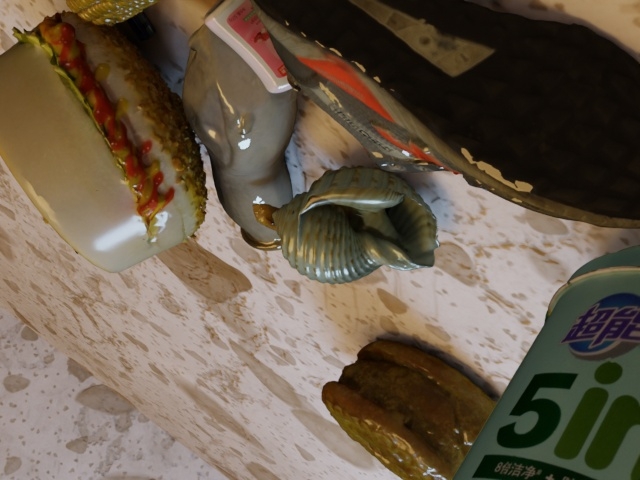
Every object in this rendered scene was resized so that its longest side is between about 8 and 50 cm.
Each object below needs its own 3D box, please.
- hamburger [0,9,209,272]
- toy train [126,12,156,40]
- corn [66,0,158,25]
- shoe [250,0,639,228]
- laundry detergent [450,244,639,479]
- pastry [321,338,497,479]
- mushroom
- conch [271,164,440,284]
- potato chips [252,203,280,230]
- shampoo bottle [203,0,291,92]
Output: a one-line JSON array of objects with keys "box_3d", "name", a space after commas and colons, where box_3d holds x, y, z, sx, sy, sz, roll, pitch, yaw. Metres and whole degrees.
[{"box_3d": [-0.228, -0.104, 1.000, 0.276, 0.179, 0.294, 57, 172, -5], "name": "hamburger"}, {"box_3d": [-0.192, -0.235, 0.942, 0.017, 0.017, 0.083, 11, 145, 40], "name": "toy train"}, {"box_3d": [-0.146, -0.241, 0.772, 0.106, 0.106, 0.293, 48, 153, -22], "name": "corn"}, {"box_3d": [0.095, -0.090, 0.695, 0.336, 0.132, 0.171, 33, 160, 14], "name": "shoe"}, {"box_3d": [0.263, 0.174, 0.703, 0.287, 0.305, 0.287, 29, 154, 16], "name": "laundry detergent"}, {"box_3d": [0.126, 0.231, 1.226, 0.240, 0.132, 0.235, 36, 165, 19], "name": "pastry"}, {"box_3d": [-0.072, -0.095, 0.943, 0.109, 0.097, 0.351, 42, 162, 19], "name": "mushroom"}, {"box_3d": [0.031, -0.022, 0.914, 0.153, 0.102, 0.135, -8, 143, -5], "name": "conch"}, {"box_3d": [0.000, 0.000, 1.007, 0.037, 0.026, 0.204, -12, 157, 32], "name": "potato chips"}, {"box_3d": [-0.039, -0.170, 0.787, 0.099, 0.072, 0.043, 47, 178, -21], "name": "shampoo bottle"}]
